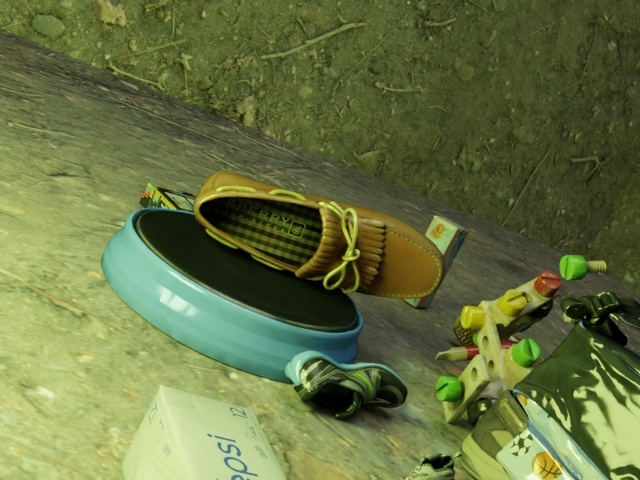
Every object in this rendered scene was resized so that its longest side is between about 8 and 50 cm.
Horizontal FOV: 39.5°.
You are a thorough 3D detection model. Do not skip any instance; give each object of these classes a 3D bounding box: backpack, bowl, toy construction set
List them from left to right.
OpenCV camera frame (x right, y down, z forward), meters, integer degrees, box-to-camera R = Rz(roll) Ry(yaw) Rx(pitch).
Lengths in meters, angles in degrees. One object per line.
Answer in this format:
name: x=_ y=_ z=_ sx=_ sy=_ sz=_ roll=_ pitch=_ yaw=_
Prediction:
bowl: x=-0.115 y=0.067 z=1.275 sx=0.391 sy=0.077 sz=0.391 roll=25 pitch=13 yaw=-6
toy construction set: x=0.253 y=0.176 z=1.320 sx=0.237 sy=0.258 sz=0.309 roll=-2 pitch=-11 yaw=-18
backpack: x=0.313 y=0.226 z=0.806 sx=0.263 sy=0.213 sz=0.276 roll=33 pitch=15 yaw=-35

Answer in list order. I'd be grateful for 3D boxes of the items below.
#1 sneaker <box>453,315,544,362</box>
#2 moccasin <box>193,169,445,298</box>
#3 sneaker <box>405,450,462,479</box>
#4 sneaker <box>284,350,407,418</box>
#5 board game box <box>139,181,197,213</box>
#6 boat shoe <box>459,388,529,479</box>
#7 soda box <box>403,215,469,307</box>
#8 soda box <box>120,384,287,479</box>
sneaker: x=0.328 y=0.197 z=1.670 sx=0.185 sy=0.070 sz=0.084 roll=32 pitch=4 yaw=0
moccasin: x=0.001 y=-0.003 z=1.292 sx=0.379 sy=0.139 sz=0.147 roll=24 pitch=14 yaw=-7
sneaker: x=0.146 y=0.267 z=1.004 sx=0.098 sy=0.069 sz=0.038 roll=18 pitch=15 yaw=-31
sneaker: x=0.036 y=0.194 z=1.130 sx=0.188 sy=0.067 sz=0.078 roll=18 pitch=36 yaw=-39
board game box: x=-0.212 y=-0.035 z=1.558 sx=0.170 sy=0.048 sz=0.141 roll=15 pitch=19 yaw=-43
boat shoe: x=0.305 y=0.275 z=1.035 sx=0.132 sy=0.130 sz=0.355 roll=17 pitch=5 yaw=-39
soda box: x=0.223 y=0.044 z=1.781 sx=0.058 sy=0.183 sz=0.063 roll=34 pitch=14 yaw=30
soda box: x=-0.073 y=0.229 z=0.677 sx=0.098 sy=0.091 sz=0.286 roll=21 pitch=14 yaw=-28
